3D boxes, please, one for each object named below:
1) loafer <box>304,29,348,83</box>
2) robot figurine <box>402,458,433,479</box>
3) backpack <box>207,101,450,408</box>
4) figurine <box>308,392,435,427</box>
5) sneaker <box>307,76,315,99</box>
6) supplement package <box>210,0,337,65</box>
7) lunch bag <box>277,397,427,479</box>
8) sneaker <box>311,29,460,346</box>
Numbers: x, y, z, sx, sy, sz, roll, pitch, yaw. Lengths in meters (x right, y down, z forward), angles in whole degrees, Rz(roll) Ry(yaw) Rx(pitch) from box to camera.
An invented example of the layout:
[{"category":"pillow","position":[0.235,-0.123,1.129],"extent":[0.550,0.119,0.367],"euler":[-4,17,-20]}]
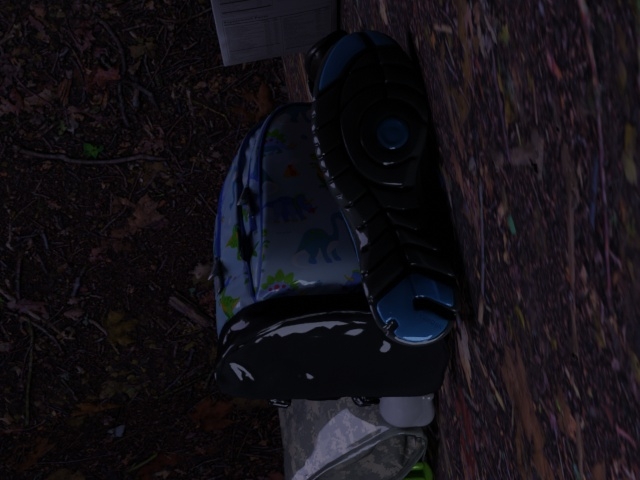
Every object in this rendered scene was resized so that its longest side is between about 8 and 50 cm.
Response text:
[{"category":"loafer","position":[0.040,-0.219,1.721],"extent":[0.078,0.080,0.220],"euler":[51,174,26]},{"category":"robot figurine","position":[0.146,0.387,1.932],"extent":[0.115,0.067,0.101],"euler":[85,179,-64]},{"category":"backpack","position":[0.000,0.000,1.499],"extent":[0.355,0.290,0.273],"euler":[-103,20,-50]},{"category":"figurine","position":[0.062,0.158,1.649],"extent":[0.209,0.215,0.092],"euler":[86,-157,-55]},{"category":"sneaker","position":[0.011,-0.240,2.178],"extent":[0.075,0.057,0.161],"euler":[100,156,-67]},{"category":"supplement package","position":[-0.086,-0.437,1.904],"extent":[0.262,0.198,0.199],"euler":[87,171,-72]},{"category":"lunch bag","position":[0.065,0.256,1.870],"extent":[0.287,0.169,0.235],"euler":[-46,42,43]},{"category":"sneaker","position":[0.065,-0.054,1.303],"extent":[0.139,0.125,0.340],"euler":[48,-147,-87]}]
